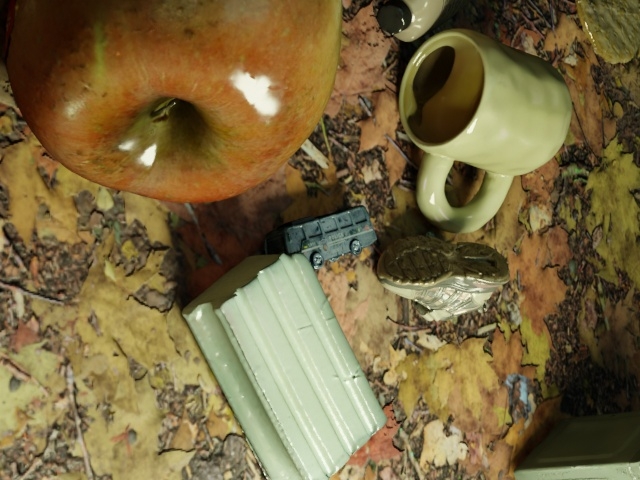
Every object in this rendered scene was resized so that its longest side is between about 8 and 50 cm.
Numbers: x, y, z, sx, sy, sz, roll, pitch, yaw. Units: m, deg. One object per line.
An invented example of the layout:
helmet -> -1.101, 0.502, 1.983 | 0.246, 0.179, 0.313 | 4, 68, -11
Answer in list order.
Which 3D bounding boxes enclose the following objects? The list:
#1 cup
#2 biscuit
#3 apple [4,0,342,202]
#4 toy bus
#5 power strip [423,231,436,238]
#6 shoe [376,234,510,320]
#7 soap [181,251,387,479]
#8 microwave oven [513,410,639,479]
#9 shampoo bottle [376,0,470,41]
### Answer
cup -> 0.230, -0.145, 1.746 | 0.202, 0.173, 0.255 | 12, 73, -43
biscuit -> 0.489, -0.405, 2.176 | 0.220, 0.033, 0.220 | 12, 74, -46
apple -> -0.143, -0.219, 1.263 | 0.338, 0.338, 0.305 | 27, 46, -40
toy bus -> 0.000, 0.000, 1.567 | 0.166, 0.047, 0.065 | -17, 90, -48
power strip -> 0.158, 0.031, 1.749 | 0.090, 0.016, 0.040 | 58, 46, -22
shoe -> 0.155, 0.055, 1.692 | 0.180, 0.092, 0.089 | 1, 44, -14
soap -> -0.038, 0.149, 1.469 | 0.150, 0.094, 0.261 | -38, 111, -38
microwave oven -> 0.447, 0.404, 1.815 | 0.181, 0.237, 0.295 | -33, 104, -45
shampoo bottle -> 0.156, -0.343, 1.760 | 0.078, 0.127, 0.257 | 33, 40, 13
